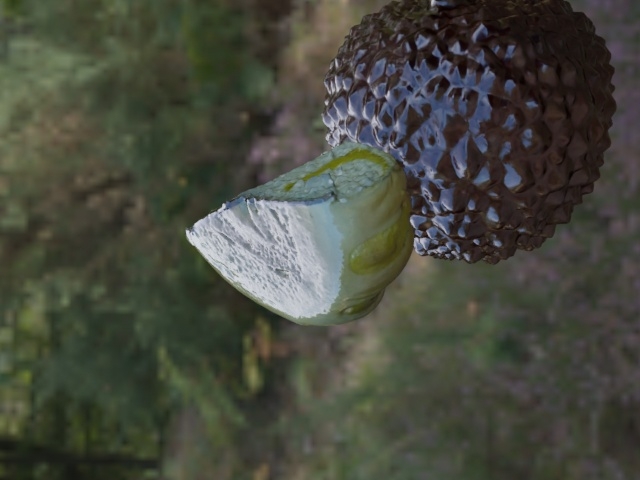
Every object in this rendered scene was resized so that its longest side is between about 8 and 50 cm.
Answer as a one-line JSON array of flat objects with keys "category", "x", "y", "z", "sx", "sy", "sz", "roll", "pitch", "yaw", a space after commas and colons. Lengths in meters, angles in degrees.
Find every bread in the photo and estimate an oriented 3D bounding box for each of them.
[{"category": "bread", "x": 0.000, "y": 0.000, "z": 1.061, "sx": 0.094, "sy": 0.083, "sz": 0.157, "roll": 63, "pitch": 148, "yaw": 6}]

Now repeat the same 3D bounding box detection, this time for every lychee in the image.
[{"category": "lychee", "x": 0.129, "y": -0.119, "z": 1.704, "sx": 0.264, "sy": 0.264, "sz": 0.300, "roll": -97, "pitch": -7, "yaw": -56}]
